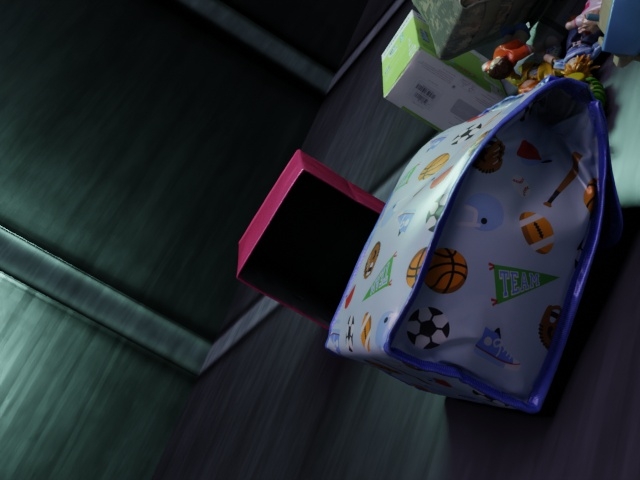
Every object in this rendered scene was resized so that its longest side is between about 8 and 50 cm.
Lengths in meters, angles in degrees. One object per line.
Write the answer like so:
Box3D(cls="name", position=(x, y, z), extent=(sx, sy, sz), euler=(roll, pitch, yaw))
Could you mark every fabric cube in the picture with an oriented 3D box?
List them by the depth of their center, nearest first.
Box3D(cls="fabric cube", position=(0.000, 0.000, 1.987), extent=(0.254, 0.259, 0.258), euler=(-58, 10, 9))

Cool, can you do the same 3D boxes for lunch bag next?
Box3D(cls="lunch bag", position=(0.198, 0.001, 1.236), extent=(0.328, 0.239, 0.385), euler=(159, 133, -74))
Box3D(cls="lunch bag", position=(0.321, -0.449, 1.657), extent=(0.287, 0.169, 0.235), euler=(-23, -7, -7))

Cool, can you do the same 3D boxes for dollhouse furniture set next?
Box3D(cls="dollhouse furniture set", position=(0.487, -0.390, 1.331), extent=(0.286, 0.198, 0.303), euler=(-71, -10, -68))

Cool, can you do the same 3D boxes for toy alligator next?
Box3D(cls="toy alligator", position=(0.382, -0.192, 1.393), extent=(0.051, 0.056, 0.189), euler=(-11, 31, 15))

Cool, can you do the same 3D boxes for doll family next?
Box3D(cls="doll family", position=(0.383, -0.294, 1.545), extent=(0.263, 0.118, 0.163), euler=(-25, 26, 39))

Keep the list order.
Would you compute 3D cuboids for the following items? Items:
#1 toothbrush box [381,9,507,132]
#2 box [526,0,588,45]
Box3D(cls="toothbrush box", position=(0.236, -0.315, 1.901), extent=(0.122, 0.206, 0.283), euler=(-55, 14, 24))
Box3D(cls="box", position=(0.435, -0.423, 1.754), extent=(0.186, 0.038, 0.145), euler=(-55, 13, 16))
